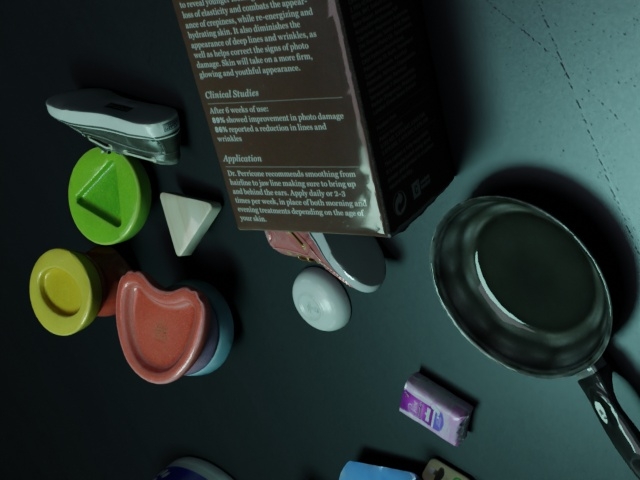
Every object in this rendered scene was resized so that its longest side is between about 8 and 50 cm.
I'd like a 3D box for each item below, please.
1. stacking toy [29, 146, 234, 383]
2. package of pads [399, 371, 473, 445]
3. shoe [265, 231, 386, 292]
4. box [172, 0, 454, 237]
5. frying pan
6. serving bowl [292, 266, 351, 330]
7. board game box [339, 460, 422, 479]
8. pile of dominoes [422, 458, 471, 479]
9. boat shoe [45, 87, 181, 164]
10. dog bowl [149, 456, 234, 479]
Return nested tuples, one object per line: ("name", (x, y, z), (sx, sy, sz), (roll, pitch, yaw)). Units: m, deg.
("stacking toy", (-0.228, 0.029, 1.436), (0.308, 0.130, 0.280), (25, 106, 29))
("package of pads", (0.131, 0.190, 1.193), (0.083, 0.032, 0.050), (30, 132, 28))
("shoe", (0.000, 0.000, 1.177), (0.178, 0.063, 0.081), (50, 143, 16))
("box", (-0.019, -0.202, 0.979), (0.191, 0.143, 0.382), (4, 120, 36))
("frying pan", (0.241, 0.079, 0.988), (0.326, 0.053, 0.197), (37, 138, 19))
("serving bowl", (-0.004, 0.074, 1.255), (0.083, 0.027, 0.083), (25, 132, 31))
("board game box", (0.098, 0.334, 1.329), (0.168, 0.033, 0.133), (0, 111, 40))
("pile of dominoes", (0.158, 0.375, 1.176), (0.251, 0.196, 0.040), (27, 170, 32))
("boat shoe", (-0.265, -0.141, 1.338), (0.219, 0.077, 0.070), (19, 127, 35))
("dog bowl", (-0.186, 0.480, 1.665), (0.264, 0.104, 0.265), (26, 133, 32))
